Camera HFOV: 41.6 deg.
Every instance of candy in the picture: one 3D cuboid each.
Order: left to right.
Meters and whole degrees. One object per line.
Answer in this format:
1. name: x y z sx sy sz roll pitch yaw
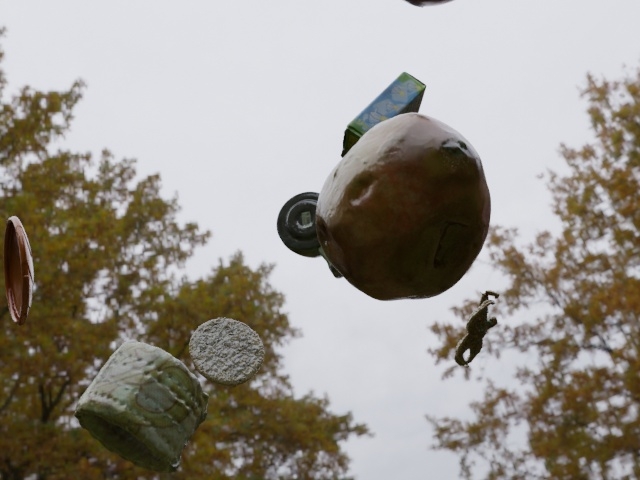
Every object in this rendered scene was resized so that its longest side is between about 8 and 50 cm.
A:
1. candy: 0.123 -0.235 1.647 0.194 0.062 0.097 -47 -17 -27

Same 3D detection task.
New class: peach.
1. peach: 0.103 -0.043 1.014 0.214 0.214 0.235 2 -39 -23

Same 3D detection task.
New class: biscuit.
1. biscuit: -0.180 0.213 1.618 0.152 0.152 0.020 -1 -39 -20

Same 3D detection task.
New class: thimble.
1. thimble: -0.274 0.265 1.334 0.190 0.143 0.137 34 -39 0

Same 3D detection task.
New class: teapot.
1. teapot: 0.004 -0.010 1.465 0.111 0.149 0.108 -58 -25 -9

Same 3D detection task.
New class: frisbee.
1. frisbee: -0.521 0.053 1.471 0.035 0.192 0.192 -2 -36 -29

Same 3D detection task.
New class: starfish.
1. starfish: 0.352 0.209 1.929 0.150 0.053 0.209 -25 -45 -34

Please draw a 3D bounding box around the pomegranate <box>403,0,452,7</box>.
1. pomegranate: 0.159 -0.460 1.233 0.210 0.235 0.210 -8 -11 -2
